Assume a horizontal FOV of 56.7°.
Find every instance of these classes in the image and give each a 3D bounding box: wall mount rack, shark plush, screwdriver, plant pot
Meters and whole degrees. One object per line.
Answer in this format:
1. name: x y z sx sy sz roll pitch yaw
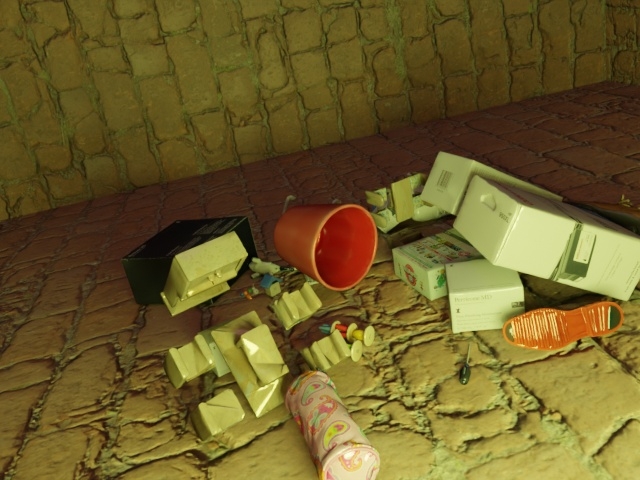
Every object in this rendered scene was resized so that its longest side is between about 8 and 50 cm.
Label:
1. wall mount rack: 0.035 -0.068 2.151 0.350 0.130 0.304 8 -12 35
2. shark plush: -0.172 0.084 2.029 0.161 0.073 0.067 -8 3 15
3. screwdriver: 0.339 0.276 1.357 0.025 0.024 0.170 -33 7 31
4. plant pot: 0.000 0.000 1.861 0.275 0.275 0.243 -28 29 -35

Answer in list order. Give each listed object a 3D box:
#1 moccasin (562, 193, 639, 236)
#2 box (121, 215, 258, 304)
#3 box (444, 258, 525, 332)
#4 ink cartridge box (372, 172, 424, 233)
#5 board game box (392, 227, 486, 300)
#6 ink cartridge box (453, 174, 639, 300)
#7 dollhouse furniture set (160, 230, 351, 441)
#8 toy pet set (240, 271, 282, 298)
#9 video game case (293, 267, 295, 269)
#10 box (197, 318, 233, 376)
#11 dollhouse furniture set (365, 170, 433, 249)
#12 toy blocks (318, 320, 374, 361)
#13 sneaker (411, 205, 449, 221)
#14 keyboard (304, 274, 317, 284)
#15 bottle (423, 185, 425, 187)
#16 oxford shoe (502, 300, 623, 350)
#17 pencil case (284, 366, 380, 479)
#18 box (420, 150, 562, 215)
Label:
1. moccasin: 0.885 -0.055 1.748 0.147 0.139 0.380 -21 21 -39
2. box: -0.439 0.064 2.049 0.312 0.179 0.343 -1 24 24
3. box: 0.419 0.137 1.528 0.181 0.119 0.182 -7 22 12
4. ink cartridge box: 0.283 -0.137 2.172 0.191 0.082 0.139 -42 20 28
5. board game box: 0.401 0.054 1.772 0.303 0.097 0.224 -16 21 -16
6. ink cartridge box: 0.587 -0.013 1.535 0.395 0.166 0.285 15 17 -14
7. dollhouse furniture set: -0.205 0.221 1.409 0.362 0.394 0.256 -25 -13 -29
8. toy pet set: -0.186 0.136 1.899 0.122 0.065 0.114 -28 27 -34
9. video game case: -0.002 0.037 2.087 0.227 0.026 0.206 -11 21 -9
10. box: -0.247 0.276 1.537 0.101 0.102 0.087 -22 22 -27
11. dollhouse furniture set: 0.294 -0.082 1.961 0.212 0.242 0.161 -23 25 -25
12. toy blocks: 0.046 0.252 1.514 0.148 0.054 0.123 3 26 33
13. sneaker: 0.485 -0.134 2.176 0.292 0.108 0.169 -21 20 -25
14. keyboard: -0.027 0.090 2.003 0.072 0.014 0.256 -13 22 -5
15. bottle: 0.437 -0.194 2.330 0.283 0.118 0.092 -25 25 -29
16. oxford shoe: 0.553 0.195 1.386 0.271 0.097 0.098 -7 2 0
17. pencil case: 0.018 0.368 1.160 0.124 0.124 0.284 -16 21 -12
18. box: 0.525 -0.130 1.840 0.345 0.168 0.215 18 9 -20
